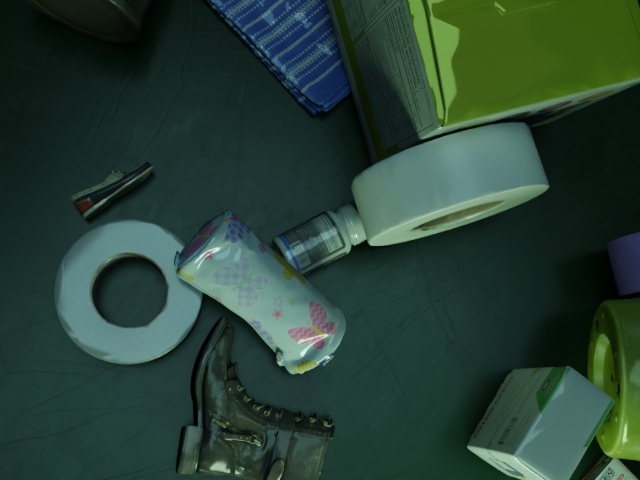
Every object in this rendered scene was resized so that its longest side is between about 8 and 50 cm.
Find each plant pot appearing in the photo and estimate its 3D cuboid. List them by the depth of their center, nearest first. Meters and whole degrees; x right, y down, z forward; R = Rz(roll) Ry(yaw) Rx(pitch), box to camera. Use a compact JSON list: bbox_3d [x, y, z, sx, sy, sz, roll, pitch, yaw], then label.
[{"bbox_3d":[0.600,0.209,1.307,0.353,0.366,0.366,1,80,5],"label":"plant pot"}]

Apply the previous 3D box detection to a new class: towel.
[{"bbox_3d":[-0.030,-0.400,1.464,0.243,0.040,0.336,-43,88,-12],"label":"towel"}]

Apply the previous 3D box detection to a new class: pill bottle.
[{"bbox_3d":[0.000,0.000,1.379,0.137,0.078,0.078,-27,85,-11],"label":"pill bottle"}]

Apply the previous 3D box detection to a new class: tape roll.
[{"bbox_3d":[0.191,-0.080,1.313,0.286,0.286,0.100,-16,83,-9],"label":"tape roll"},{"bbox_3d":[-0.290,0.080,1.333,0.219,0.072,0.219,1,81,-7],"label":"tape roll"},{"bbox_3d":[0.592,0.017,1.349,0.274,0.275,0.090,-9,81,-8],"label":"tape roll"}]

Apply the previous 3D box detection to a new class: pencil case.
[{"bbox_3d":[-0.088,0.079,1.303,0.124,0.113,0.273,-42,108,14],"label":"pencil case"}]

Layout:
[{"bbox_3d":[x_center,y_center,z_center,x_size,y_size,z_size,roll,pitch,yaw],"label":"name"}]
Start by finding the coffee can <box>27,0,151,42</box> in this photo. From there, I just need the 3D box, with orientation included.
[{"bbox_3d":[-0.329,-0.479,1.358,0.201,0.201,0.275,19,78,-3],"label":"coffee can"}]

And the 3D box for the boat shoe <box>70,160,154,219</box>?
[{"bbox_3d":[-0.326,-0.087,1.371,0.137,0.049,0.043,-35,84,-7],"label":"boat shoe"}]

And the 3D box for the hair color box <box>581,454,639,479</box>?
[{"bbox_3d":[0.487,0.416,1.385,0.072,0.043,0.141,-43,89,-12],"label":"hair color box"}]

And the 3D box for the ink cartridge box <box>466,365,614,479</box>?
[{"bbox_3d":[0.322,0.275,1.304,0.093,0.212,0.154,36,77,-3],"label":"ink cartridge box"}]

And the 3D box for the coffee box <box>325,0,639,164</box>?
[{"bbox_3d":[0.229,-0.332,1.305,0.337,0.334,0.338,-15,90,-13],"label":"coffee box"}]

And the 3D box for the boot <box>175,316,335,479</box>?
[{"bbox_3d":[-0.089,0.262,1.329,0.229,0.091,0.263,12,83,-10],"label":"boot"}]
